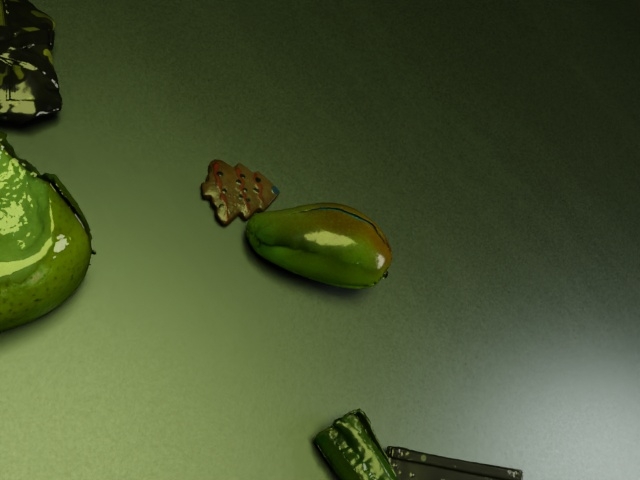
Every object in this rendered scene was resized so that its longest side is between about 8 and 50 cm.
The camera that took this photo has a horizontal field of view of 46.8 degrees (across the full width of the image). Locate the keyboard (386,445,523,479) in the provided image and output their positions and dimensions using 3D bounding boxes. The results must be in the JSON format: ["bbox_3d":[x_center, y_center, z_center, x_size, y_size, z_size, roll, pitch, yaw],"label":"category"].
[{"bbox_3d":[0.199,0.362,1.107,0.231,0.023,0.072,15,68,-16],"label":"keyboard"}]

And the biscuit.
[{"bbox_3d":[-0.126,-0.080,1.181,0.129,0.019,0.120,-2,67,-25],"label":"biscuit"}]

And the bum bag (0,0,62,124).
[{"bbox_3d":[-0.448,-0.277,1.113,0.106,0.060,0.233,4,66,-32],"label":"bum bag"}]

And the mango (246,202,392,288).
[{"bbox_3d":[0.000,0.000,1.147,0.232,0.111,0.125,17,45,-1],"label":"mango"}]

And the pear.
[{"bbox_3d":[-0.456,0.005,0.917,0.292,0.159,0.293,8,65,-18],"label":"pear"}]

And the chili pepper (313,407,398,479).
[{"bbox_3d":[0.115,0.403,1.016,0.084,0.076,0.359,-29,77,-14],"label":"chili pepper"}]
